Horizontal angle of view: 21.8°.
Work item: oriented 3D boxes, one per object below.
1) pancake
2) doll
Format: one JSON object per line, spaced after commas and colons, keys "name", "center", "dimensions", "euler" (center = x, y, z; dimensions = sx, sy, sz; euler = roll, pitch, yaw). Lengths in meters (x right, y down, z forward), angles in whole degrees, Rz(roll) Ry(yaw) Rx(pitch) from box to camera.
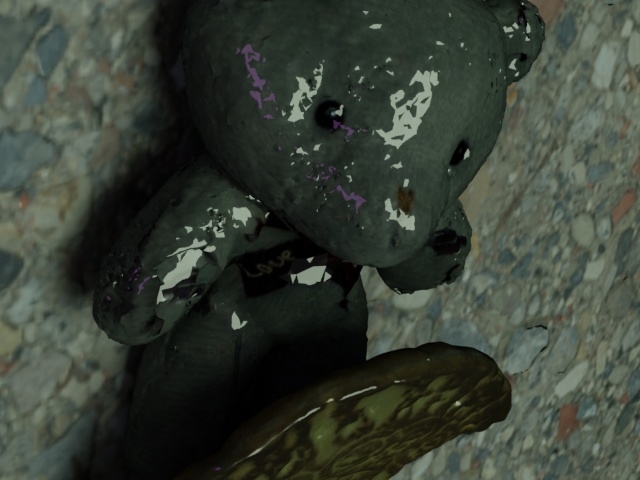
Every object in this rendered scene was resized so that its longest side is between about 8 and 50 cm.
{"name": "pancake", "center": [-0.011, 0.159, 0.963], "dimensions": [0.286, 0.033, 0.288], "euler": [-28, 152, -17]}
{"name": "doll", "center": [0.005, 0.001, 0.882], "dimensions": [0.246, 0.158, 0.340], "euler": [3, 112, -37]}
